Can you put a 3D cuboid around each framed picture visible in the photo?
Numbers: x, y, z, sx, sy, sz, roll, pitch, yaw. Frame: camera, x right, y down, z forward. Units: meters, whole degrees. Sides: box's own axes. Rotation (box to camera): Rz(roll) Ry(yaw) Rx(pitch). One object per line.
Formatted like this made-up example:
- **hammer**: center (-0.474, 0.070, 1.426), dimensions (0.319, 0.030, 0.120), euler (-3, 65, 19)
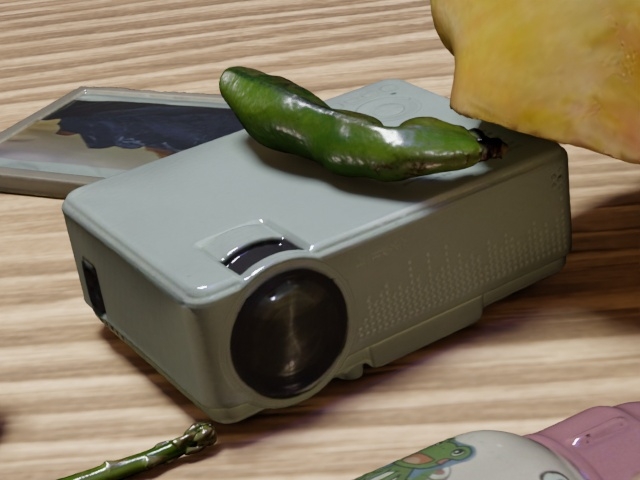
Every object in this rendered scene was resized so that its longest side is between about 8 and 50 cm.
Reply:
- **framed picture**: center (-0.147, -0.080, 1.139), dimensions (0.265, 0.018, 0.192), euler (6, 29, 28)

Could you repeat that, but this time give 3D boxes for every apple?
- **apple**: center (0.232, -0.131, 0.836), dimensions (0.309, 0.314, 0.252), euler (11, -31, -36)

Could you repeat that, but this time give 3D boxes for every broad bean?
- **broad bean**: center (0.008, -0.063, 0.804), dimensions (0.195, 0.046, 0.061), euler (15, 22, 31)

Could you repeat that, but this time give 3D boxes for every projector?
- **projector**: center (0.000, 0.000, 0.843), dimensions (0.257, 0.099, 0.192), euler (-22, 28, -25)

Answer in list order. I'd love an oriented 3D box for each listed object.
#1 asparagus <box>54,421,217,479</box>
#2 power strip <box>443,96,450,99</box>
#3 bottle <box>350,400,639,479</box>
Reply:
- **asparagus**: center (-0.113, 0.121, 0.727), dimensions (0.127, 0.018, 0.015), euler (-19, 63, -18)
- **power strip**: center (0.021, -0.073, 1.031), dimensions (0.178, 0.049, 0.028), euler (-7, 25, 2)
- **bottle**: center (0.049, 0.138, 0.529), dimensions (0.253, 0.120, 0.120), euler (-20, 29, -19)
